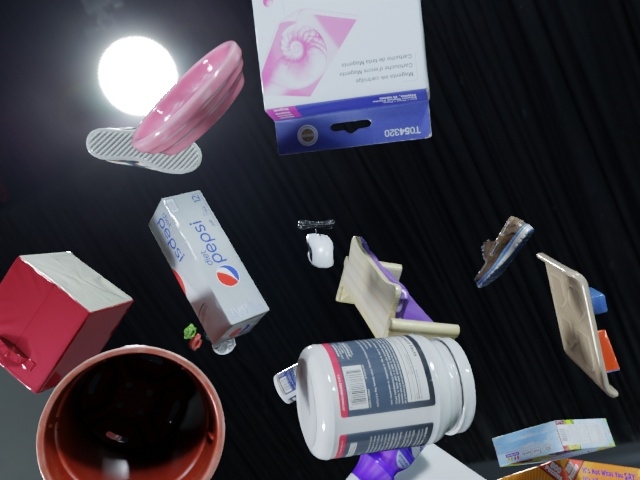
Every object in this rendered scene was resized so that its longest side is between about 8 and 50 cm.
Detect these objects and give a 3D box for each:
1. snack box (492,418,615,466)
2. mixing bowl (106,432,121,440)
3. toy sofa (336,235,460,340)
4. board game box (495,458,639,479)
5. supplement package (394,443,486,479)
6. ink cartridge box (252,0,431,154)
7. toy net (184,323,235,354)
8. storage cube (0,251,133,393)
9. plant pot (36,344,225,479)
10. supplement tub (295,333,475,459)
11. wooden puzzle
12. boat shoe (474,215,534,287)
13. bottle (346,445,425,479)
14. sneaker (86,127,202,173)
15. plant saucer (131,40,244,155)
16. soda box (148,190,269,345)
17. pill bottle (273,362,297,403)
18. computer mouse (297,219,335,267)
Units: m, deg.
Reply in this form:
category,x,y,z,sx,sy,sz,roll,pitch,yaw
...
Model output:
category,x,y,z,sx,sy,sz,roll,pitch,yaw
snack box,0.525,0.454,1.420,0.207,0.070,0.174,9,-31,-36
mixing bowl,-0.549,0.422,1.414,0.181,0.181,0.098,-8,32,47
toy sofa,0.161,0.130,1.383,0.150,0.177,0.362,9,16,-16
board game box,0.653,0.800,1.621,0.356,0.356,0.357,-47,37,45
supplement package,0.302,0.685,1.564,0.262,0.198,0.199,30,30,26
ink cartridge box,0.042,-0.347,1.230,0.324,0.330,0.071,-6,7,13
toy net,-0.252,0.234,1.534,0.045,0.232,0.122,19,64,23
storage cube,-0.527,0.152,1.254,0.193,0.183,0.215,-55,-6,7
plant pot,-0.315,0.295,1.072,0.272,0.272,0.265,-34,8,-14
supplement tub,0.106,0.264,1.090,0.272,0.191,0.191,-3,13,-15
wooden puzzle,0.708,0.209,1.708,0.080,0.348,0.322,-19,6,7
boat shoe,0.403,0.025,1.432,0.066,0.066,0.183,2,-52,-56
bottle,0.175,0.458,1.436,0.283,0.118,0.092,-44,36,-17
sneaker,-0.503,-0.269,1.842,0.321,0.126,0.127,10,5,-6
plant saucer,-0.291,-0.314,1.449,0.332,0.084,0.332,-34,30,22
soda box,-0.219,0.050,1.212,0.091,0.286,0.098,-18,-20,-41
pill bottle,-0.044,0.400,1.856,0.169,0.094,0.094,-29,18,7
computer mouse,0.000,0.000,1.675,0.106,0.042,0.193,4,37,-14
